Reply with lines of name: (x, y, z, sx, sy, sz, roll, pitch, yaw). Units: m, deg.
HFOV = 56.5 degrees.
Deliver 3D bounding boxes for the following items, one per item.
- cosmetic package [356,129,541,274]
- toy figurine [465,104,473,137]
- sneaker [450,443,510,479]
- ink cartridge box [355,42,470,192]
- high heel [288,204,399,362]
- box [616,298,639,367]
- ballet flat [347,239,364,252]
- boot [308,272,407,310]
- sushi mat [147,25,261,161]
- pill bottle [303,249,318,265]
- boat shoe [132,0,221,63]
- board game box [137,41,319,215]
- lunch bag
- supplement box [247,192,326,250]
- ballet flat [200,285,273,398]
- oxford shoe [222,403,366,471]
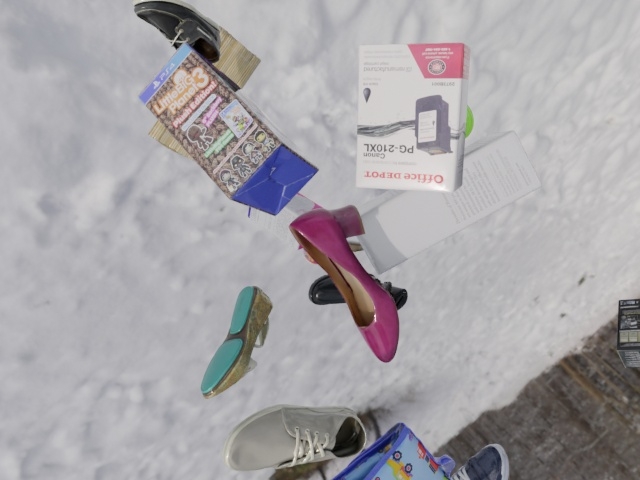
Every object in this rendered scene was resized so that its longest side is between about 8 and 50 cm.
cosmetic package: (0.305, -0.103, 1.547, 0.453, 0.162, 0.230, -29, -174, 7)
toy figurine: (0.289, -0.270, 1.531, 0.173, 0.130, 0.159, -36, -174, 48)
sneaker: (0.301, 0.567, 1.343, 0.153, 0.099, 0.282, 11, 121, -27)
ink cartridge box: (0.154, -0.204, 1.003, 0.100, 0.171, 0.238, -31, 124, -67)
high heel: (0.048, 0.111, 1.323, 0.181, 0.378, 0.127, -17, 175, -37)
box: (0.782, 0.207, 1.354, 0.078, 0.180, 0.147, 51, 45, -32)
ballet flat: (0.062, 0.030, 2.327, 0.249, 0.058, 0.084, 0, -175, -8)
boot: (0.113, 0.161, 1.783, 0.246, 0.207, 0.094, -7, 104, -26)
sushi mat: (-0.282, -0.351, 1.463, 0.317, 0.019, 0.151, -54, 142, 8)
pill bottle: (0.000, 0.000, 2.147, 0.108, 0.108, 0.194, -34, 160, -26)
boat shoe: (-0.279, -0.424, 1.197, 0.083, 0.079, 0.233, -5, 175, 27)
board game box: (-0.175, -0.211, 1.186, 0.141, 0.291, 0.232, -45, 163, 8)
lunch bag: (0.121, 0.472, 1.010, 0.293, 0.221, 0.138, -40, -168, -13)
supplement box: (-0.099, -0.080, 1.775, 0.111, 0.220, 0.114, -20, 133, -45)
ballet flat: (-0.209, 0.285, 1.614, 0.123, 0.123, 0.349, 106, 2, -53)
oxford shoe: (-0.050, 0.534, 1.601, 0.448, 0.130, 0.169, 5, 99, -36)
